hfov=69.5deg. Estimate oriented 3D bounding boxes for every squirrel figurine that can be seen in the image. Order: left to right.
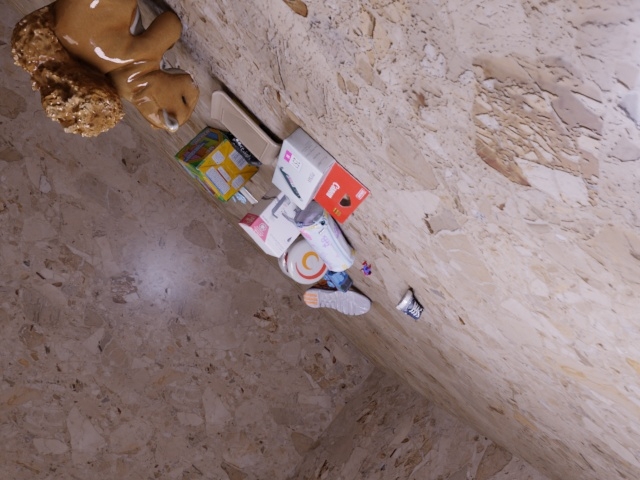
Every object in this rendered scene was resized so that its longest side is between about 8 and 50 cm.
[{"bbox_3d":[-0.503,-0.411,1.136,0.281,0.397,0.371,20,146,48],"label":"squirrel figurine"}]

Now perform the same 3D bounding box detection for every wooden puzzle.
[{"bbox_3d":[-0.218,-0.331,1.362,0.238,0.044,0.221,40,168,-9],"label":"wooden puzzle"}]

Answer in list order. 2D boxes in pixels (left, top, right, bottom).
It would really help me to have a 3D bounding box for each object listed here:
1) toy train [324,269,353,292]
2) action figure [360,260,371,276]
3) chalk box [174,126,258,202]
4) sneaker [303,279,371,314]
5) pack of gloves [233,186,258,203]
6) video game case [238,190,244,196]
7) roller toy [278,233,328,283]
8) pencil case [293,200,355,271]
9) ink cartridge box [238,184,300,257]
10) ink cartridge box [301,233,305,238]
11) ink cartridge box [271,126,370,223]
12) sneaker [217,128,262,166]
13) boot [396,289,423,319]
[{"bbox_3d":[0.063,0.148,2.010,0.105,0.080,0.184,16,150,44],"label":"toy train"},{"bbox_3d":[0.166,0.109,1.673,0.038,0.030,0.115,33,167,17],"label":"action figure"},{"bbox_3d":[-0.401,-0.291,1.713,0.288,0.179,0.180,27,160,50],"label":"chalk box"},{"bbox_3d":[0.094,0.245,2.157,0.320,0.180,0.125,10,112,17],"label":"sneaker"},{"bbox_3d":[-0.416,-0.242,2.172,0.232,0.046,0.195,47,161,-27],"label":"pack of gloves"},{"bbox_3d":[-0.411,-0.261,2.226,0.087,0.011,0.122,27,160,50],"label":"video game case"},{"bbox_3d":[-0.072,0.070,1.882,0.209,0.191,0.146,48,167,-27],"label":"roller toy"},{"bbox_3d":[0.020,-0.010,1.526,0.124,0.114,0.273,14,152,37],"label":"pencil case"},{"bbox_3d":[-0.133,-0.077,1.521,0.092,0.218,0.159,14,150,54],"label":"ink cartridge box"},{"bbox_3d":[0.000,0.000,1.730,0.109,0.062,0.209,30,163,42],"label":"ink cartridge box"},{"bbox_3d":[-0.012,-0.145,1.233,0.239,0.060,0.275,43,161,1],"label":"ink cartridge box"},{"bbox_3d":[-0.259,-0.311,1.511,0.170,0.051,0.089,40,172,28],"label":"sneaker"},{"bbox_3d":[0.308,0.218,1.542,0.086,0.069,0.190,32,174,11],"label":"boot"}]
